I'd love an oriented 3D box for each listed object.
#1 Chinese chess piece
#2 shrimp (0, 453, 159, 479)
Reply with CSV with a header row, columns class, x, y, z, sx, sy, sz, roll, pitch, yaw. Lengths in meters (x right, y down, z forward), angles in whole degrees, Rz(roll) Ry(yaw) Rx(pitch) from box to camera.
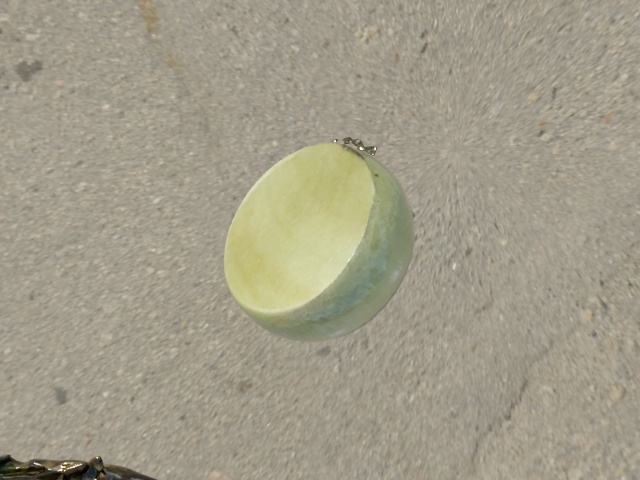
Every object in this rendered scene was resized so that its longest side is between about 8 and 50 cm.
class,x,y,z,sx,sy,sz,roll,pitch,yaw
Chinese chess piece,0.000,0.000,0.969,0.238,0.237,0.092,-46,132,10
shrimp,-0.169,0.077,0.374,0.195,0.035,0.147,1,127,13
